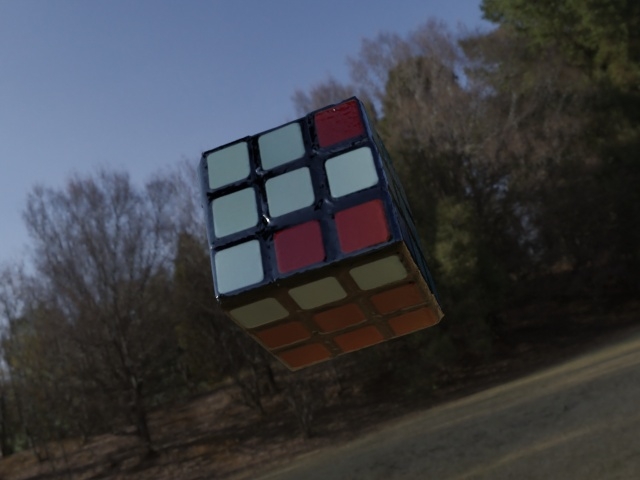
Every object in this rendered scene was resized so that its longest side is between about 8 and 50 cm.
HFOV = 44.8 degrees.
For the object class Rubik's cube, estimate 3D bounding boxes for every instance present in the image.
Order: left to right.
[{"bbox_3d":[0.000,0.000,0.687,0.163,0.162,0.160,-18,-33,12],"label":"Rubik's cube"}]
